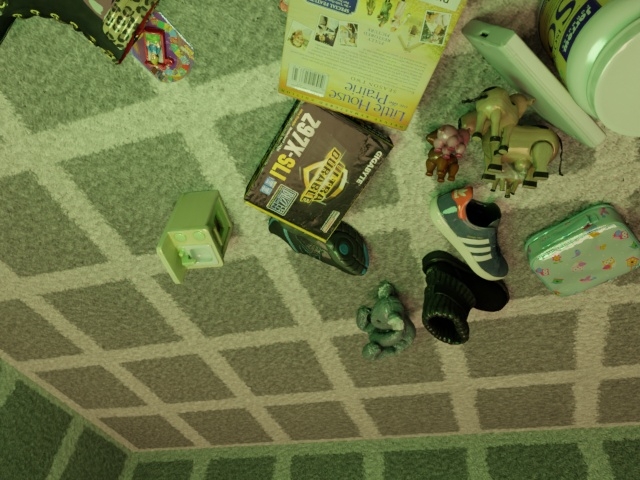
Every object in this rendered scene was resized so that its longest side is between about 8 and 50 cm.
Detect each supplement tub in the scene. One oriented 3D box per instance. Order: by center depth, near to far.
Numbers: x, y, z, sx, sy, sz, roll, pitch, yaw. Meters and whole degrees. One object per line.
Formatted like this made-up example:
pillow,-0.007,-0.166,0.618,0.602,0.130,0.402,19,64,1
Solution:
supplement tub,0.541,-0.359,0.847,0.241,0.331,0.241,3,135,3

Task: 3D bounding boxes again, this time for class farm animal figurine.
farm animal figurine,0.398,-0.235,1.081,0.326,0.172,0.330,14,171,-10

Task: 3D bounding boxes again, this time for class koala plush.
koala plush,0.231,0.266,1.624,0.203,0.196,0.221,-7,134,-3

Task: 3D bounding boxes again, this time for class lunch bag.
lunch bag,0.747,0.026,1.366,0.279,0.108,0.224,-34,117,31

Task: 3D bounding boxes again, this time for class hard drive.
hard drive,0.435,-0.325,0.987,0.307,0.203,0.040,34,111,-24

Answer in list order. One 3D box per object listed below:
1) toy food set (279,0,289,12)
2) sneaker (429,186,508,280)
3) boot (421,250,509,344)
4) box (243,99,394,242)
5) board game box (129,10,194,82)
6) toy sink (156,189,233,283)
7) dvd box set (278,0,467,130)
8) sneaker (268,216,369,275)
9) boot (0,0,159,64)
toy food set,-0.045,-0.502,0.994,0.082,0.020,0.083,1,135,6
sneaker,0.459,-0.016,1.340,0.148,0.131,0.350,-29,125,36
boot,0.448,0.207,1.472,0.347,0.260,0.131,24,133,-16
box,-0.011,-0.181,1.222,0.257,0.079,0.322,27,117,-17
board game box,-0.374,-0.433,1.093,0.133,0.033,0.168,-25,127,28
toy sink,-0.346,-0.010,1.371,0.131,0.234,0.153,-4,133,11
dvd box set,0.089,-0.407,0.908,0.307,0.062,0.420,17,150,-1
sneaker,0.000,0.000,1.442,0.340,0.125,0.139,36,145,-19
boot,-0.526,-0.465,0.970,0.284,0.138,0.377,35,124,-26
